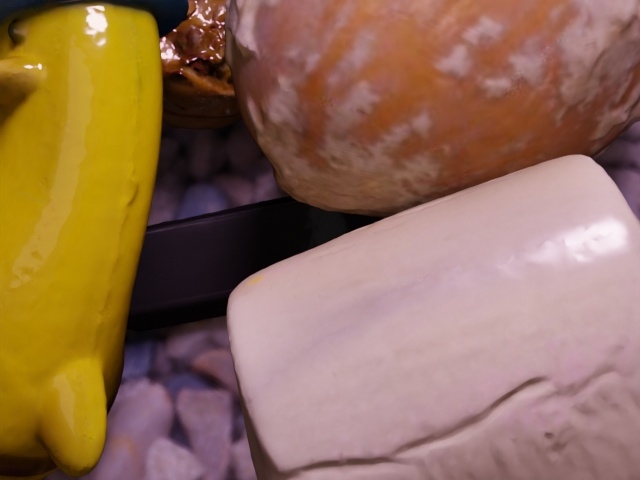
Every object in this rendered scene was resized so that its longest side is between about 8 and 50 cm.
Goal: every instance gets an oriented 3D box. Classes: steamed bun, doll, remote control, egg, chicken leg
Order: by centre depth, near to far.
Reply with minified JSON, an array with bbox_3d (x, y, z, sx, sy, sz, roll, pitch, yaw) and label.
[{"bbox_3d":[0.084,0.085,0.501,0.200,0.155,0.250,-22,120,9],"label":"steamed bun"},{"bbox_3d":[0.065,-0.113,0.530,0.203,0.203,0.245,41,73,17],"label":"egg"},{"bbox_3d":[-0.142,0.014,0.559,0.199,0.145,0.363,38,115,36],"label":"doll"},{"bbox_3d":[0.000,0.000,0.626,0.245,0.025,0.063,-12,74,12],"label":"remote control"},{"bbox_3d":[-0.106,-0.143,0.646,0.085,0.101,0.207,-36,61,-25],"label":"chicken leg"}]
